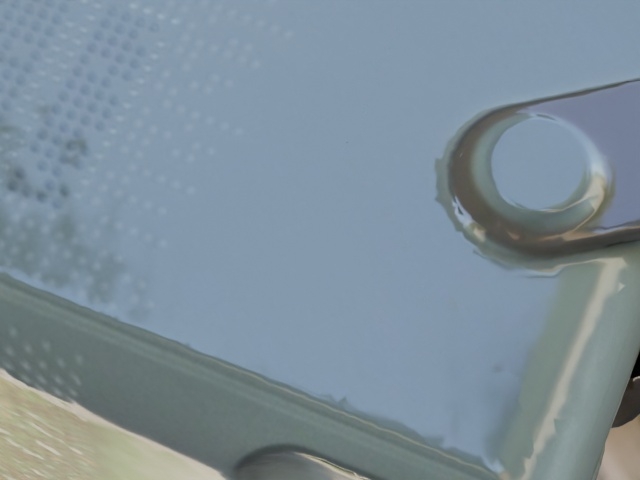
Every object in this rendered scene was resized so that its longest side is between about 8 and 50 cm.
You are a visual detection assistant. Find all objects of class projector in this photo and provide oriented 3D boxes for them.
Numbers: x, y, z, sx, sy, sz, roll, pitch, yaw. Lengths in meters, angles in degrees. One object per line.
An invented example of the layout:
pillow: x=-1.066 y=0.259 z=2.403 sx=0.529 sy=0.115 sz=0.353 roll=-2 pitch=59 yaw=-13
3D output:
projector: x=0.000 y=0.000 z=0.475 sx=0.163 sy=0.243 sz=0.177 roll=97 pitch=-164 yaw=-65
